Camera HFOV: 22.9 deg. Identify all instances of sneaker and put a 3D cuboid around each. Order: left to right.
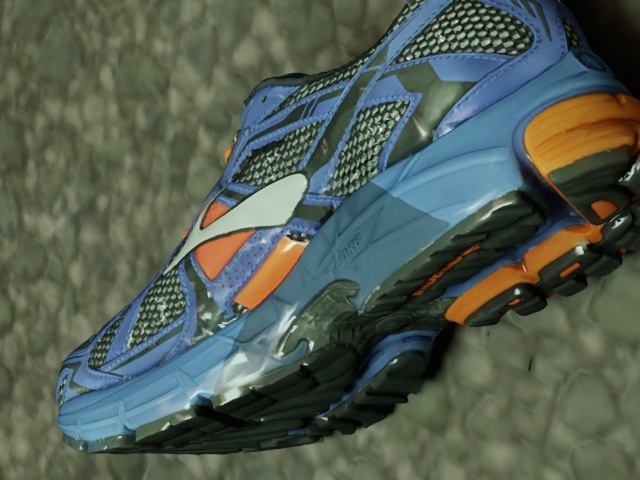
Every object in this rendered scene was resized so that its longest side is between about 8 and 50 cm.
[{"bbox_3d":[0.000,0.000,0.444,0.221,0.083,0.087,-34,60,35],"label":"sneaker"}]
